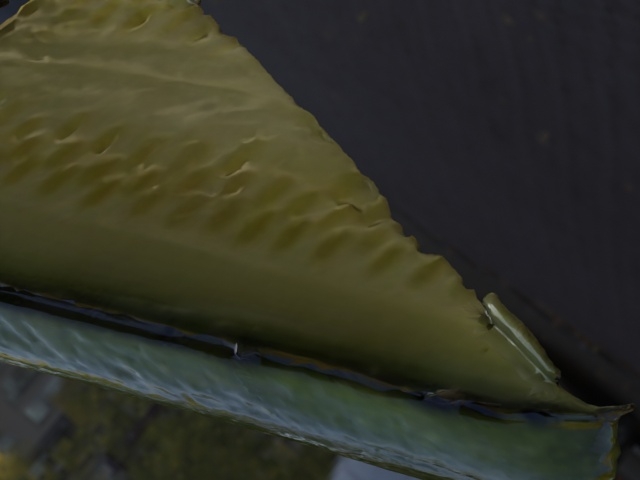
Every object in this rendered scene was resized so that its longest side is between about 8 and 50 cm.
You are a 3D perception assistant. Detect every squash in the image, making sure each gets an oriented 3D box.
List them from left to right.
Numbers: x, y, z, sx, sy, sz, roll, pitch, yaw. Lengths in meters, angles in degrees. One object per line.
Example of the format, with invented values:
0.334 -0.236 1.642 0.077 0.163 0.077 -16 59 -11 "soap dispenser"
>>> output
0.000 0.000 0.516 0.252 0.169 0.093 12 133 30 "squash"
